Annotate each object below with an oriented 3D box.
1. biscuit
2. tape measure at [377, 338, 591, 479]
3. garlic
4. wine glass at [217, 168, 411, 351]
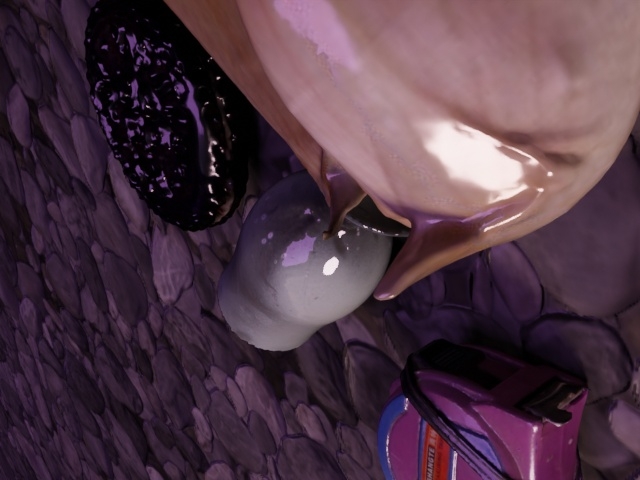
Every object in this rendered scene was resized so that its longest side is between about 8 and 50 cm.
[{"bbox_3d":[-0.117,-0.097,0.778,0.194,0.053,0.195,36,139,40],"label":"biscuit"},{"bbox_3d":[0.095,0.120,0.594,0.125,0.074,0.118,25,126,41],"label":"tape measure"},{"bbox_3d":[-0.007,-0.149,0.424,0.313,0.249,0.286,47,134,-9],"label":"garlic"},{"bbox_3d":[0.000,0.000,0.632,0.093,0.093,0.202,58,149,10],"label":"wine glass"}]
